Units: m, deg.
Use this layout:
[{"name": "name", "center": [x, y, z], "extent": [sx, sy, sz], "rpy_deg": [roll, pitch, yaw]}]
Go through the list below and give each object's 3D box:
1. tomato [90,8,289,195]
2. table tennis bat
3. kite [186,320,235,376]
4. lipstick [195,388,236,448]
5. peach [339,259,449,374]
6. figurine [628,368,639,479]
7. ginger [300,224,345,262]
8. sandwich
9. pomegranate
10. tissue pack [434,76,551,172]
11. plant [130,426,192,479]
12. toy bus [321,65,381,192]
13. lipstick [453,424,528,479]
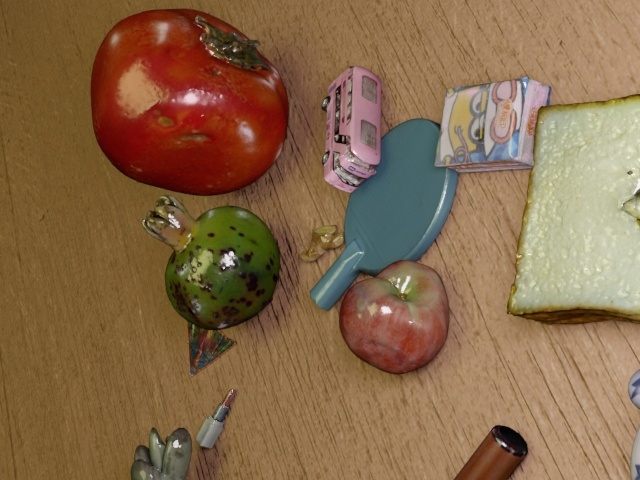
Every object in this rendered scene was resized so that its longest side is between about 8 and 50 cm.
[{"name": "tomato", "center": [-0.220, -0.226, 2.231], "extent": [0.290, 0.325, 0.293], "rpy_deg": [-47, 47, 31]}, {"name": "table tennis bat", "center": [0.089, -0.031, 1.985], "extent": [0.329, 0.044, 0.215], "rpy_deg": [-54, 40, 23]}, {"name": "kite", "center": [-0.196, 0.160, 2.325], "extent": [0.190, 0.010, 0.159], "rpy_deg": [30, 102, 53]}, {"name": "lipstick", "center": [-0.166, 0.287, 2.225], "extent": [0.107, 0.025, 0.025], "rpy_deg": [-62, 37, 9]}, {"name": "peach", "center": [0.095, 0.107, 1.849], "extent": [0.152, 0.152, 0.152], "rpy_deg": [-24, 59, 47]}, {"name": "figurine", "center": [0.420, 0.152, 1.354], "extent": [0.261, 0.186, 0.382], "rpy_deg": [21, 99, 60]}, {"name": "ginger", "center": [0.000, -0.001, 2.101], "extent": [0.097, 0.030, 0.048], "rpy_deg": [-31, 56, 42]}, {"name": "sandwich", "center": [0.346, -0.035, 1.593], "extent": [0.249, 0.095, 0.273], "rpy_deg": [-1, 78, 54]}, {"name": "pomegranate", "center": [-0.174, 0.027, 2.155], "extent": [0.202, 0.248, 0.202], "rpy_deg": [-47, 18, 20]}, {"name": "tissue pack", "center": [0.227, -0.153, 1.821], "extent": [0.155, 0.065, 0.115], "rpy_deg": [-2, 77, 54]}, {"name": "plant", "center": [-0.237, 0.435, 2.169], "extent": [0.146, 0.149, 0.274], "rpy_deg": [-20, 63, 31]}, {"name": "toy bus", "center": [0.047, -0.172, 2.047], "extent": [0.090, 0.063, 0.203], "rpy_deg": [-40, 37, 42]}, {"name": "lipstick", "center": [0.147, 0.379, 1.740], "extent": [0.356, 0.057, 0.057], "rpy_deg": [-57, 39, 23]}]
